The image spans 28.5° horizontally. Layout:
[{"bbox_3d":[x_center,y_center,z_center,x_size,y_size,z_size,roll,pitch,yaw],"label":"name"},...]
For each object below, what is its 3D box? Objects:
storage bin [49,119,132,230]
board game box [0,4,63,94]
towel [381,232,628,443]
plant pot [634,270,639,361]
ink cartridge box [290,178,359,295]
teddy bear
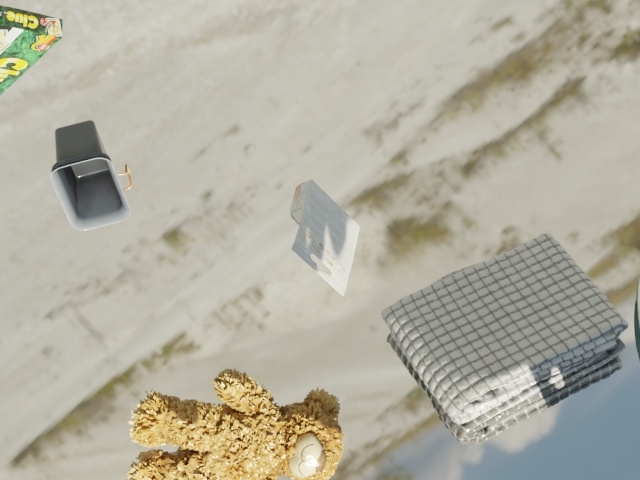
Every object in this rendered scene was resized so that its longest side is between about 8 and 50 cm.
[{"bbox_3d":[-0.309,-0.095,1.705,0.098,0.091,0.135,-15,143,-2],"label":"storage bin"},{"bbox_3d":[-0.427,-0.218,1.521,0.136,0.030,0.260,4,161,-36],"label":"board game box"},{"bbox_3d":[0.260,0.136,1.769,0.284,0.121,0.235,-25,-138,-8],"label":"towel"},{"bbox_3d":[0.445,0.100,1.252,0.293,0.293,0.196,-43,163,-13],"label":"plant pot"},{"bbox_3d":[0.000,0.000,2.256,0.045,0.145,0.179,-24,-145,37],"label":"ink cartridge box"},{"bbox_3d":[-0.122,0.309,1.861,0.113,0.338,0.245,169,-61,-73],"label":"teddy bear"}]
